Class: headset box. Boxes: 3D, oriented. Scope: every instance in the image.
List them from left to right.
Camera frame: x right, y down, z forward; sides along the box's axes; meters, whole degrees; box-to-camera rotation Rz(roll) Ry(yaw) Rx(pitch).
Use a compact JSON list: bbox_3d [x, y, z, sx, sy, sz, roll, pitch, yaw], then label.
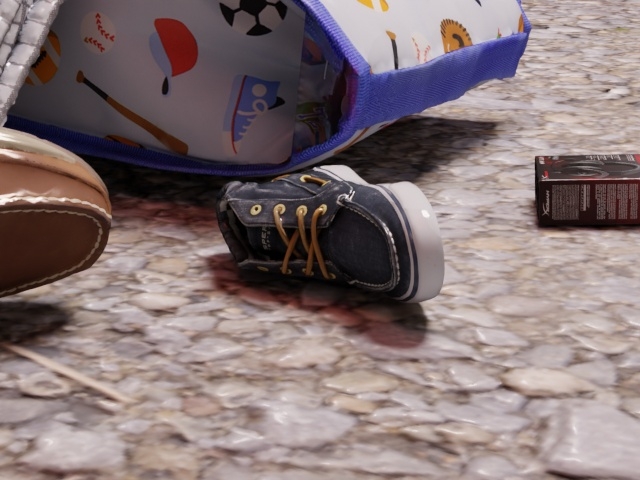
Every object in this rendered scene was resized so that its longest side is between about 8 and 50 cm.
[{"bbox_3d":[0.181,-0.033,0.781,0.083,0.032,0.062,-1,19,9],"label":"headset box"}]

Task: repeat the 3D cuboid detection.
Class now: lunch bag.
[{"bbox_3d":[-0.060,-0.183,0.956,0.385,0.239,0.328,19,24,26],"label":"lunch bag"}]

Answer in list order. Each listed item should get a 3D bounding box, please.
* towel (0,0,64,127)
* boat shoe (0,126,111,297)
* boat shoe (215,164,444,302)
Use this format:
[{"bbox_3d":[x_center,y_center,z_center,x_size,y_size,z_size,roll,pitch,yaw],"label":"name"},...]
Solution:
[{"bbox_3d":[-0.314,-0.129,0.777,0.235,0.121,0.284,9,65,29],"label":"towel"},{"bbox_3d":[-0.246,0.027,0.572,0.324,0.123,0.116,-12,54,-31],"label":"boat shoe"},{"bbox_3d":[0.000,0.000,0.673,0.083,0.065,0.183,-10,13,-17],"label":"boat shoe"}]
